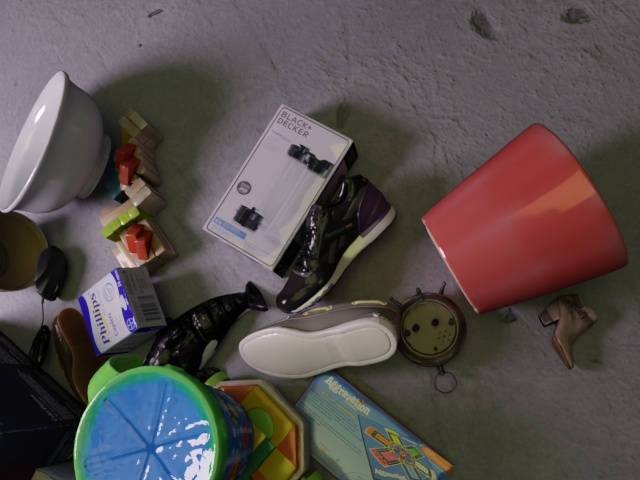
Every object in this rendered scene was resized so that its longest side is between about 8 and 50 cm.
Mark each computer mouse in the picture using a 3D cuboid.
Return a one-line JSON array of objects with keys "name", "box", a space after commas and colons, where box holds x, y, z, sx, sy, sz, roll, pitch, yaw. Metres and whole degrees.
[{"name": "computer mouse", "box": [-0.535, 0.128, 1.237, 0.041, 0.071, 0.242, 1, 78, 1]}]

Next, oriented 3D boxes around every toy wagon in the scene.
[{"name": "toy wagon", "box": [-0.171, 0.413, 1.096, 0.267, 0.068, 0.344, 41, 89, 21]}]

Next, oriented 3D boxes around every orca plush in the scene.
[{"name": "orca plush", "box": [-0.229, 0.184, 1.154, 0.287, 0.102, 0.151, -27, 74, 2]}]

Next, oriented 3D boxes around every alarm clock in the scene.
[{"name": "alarm clock", "box": [0.198, 0.176, 1.110, 0.129, 0.064, 0.192, -17, 78, 5]}]

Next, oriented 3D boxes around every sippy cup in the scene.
[{"name": "sippy cup", "box": [-0.217, 0.316, 0.977, 0.240, 0.224, 0.305, -13, 74, 12]}]

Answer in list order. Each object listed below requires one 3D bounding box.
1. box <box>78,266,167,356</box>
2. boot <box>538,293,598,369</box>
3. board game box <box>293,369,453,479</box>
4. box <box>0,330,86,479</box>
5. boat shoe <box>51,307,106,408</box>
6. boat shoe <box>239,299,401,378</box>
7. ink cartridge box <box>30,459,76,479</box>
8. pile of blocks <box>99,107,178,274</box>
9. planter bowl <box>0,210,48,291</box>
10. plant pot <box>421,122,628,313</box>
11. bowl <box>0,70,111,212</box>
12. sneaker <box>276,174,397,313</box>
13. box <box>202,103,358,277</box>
[{"name": "box", "box": [-0.374, 0.134, 1.179, 0.137, 0.072, 0.126, -34, 71, 30]}, {"name": "boot", "box": [0.438, 0.152, 1.084, 0.087, 0.042, 0.118, -24, 75, 1]}, {"name": "board game box", "box": [0.075, 0.361, 1.101, 0.281, 0.027, 0.145, 36, 87, 15]}, {"name": "box", "box": [-0.628, 0.287, 1.087, 0.343, 0.312, 0.179, 35, 84, 16]}, {"name": "boat shoe", "box": [-0.461, 0.233, 1.204, 0.073, 0.073, 0.207, -43, 64, 40]}, {"name": "boat shoe", "box": [-0.001, 0.172, 1.117, 0.305, 0.091, 0.109, -12, 114, 25]}, {"name": "ink cartridge box", "box": [-0.516, 0.522, 1.050, 0.060, 0.239, 0.275, 22, 81, 14]}, {"name": "pile of blocks", "box": [-0.388, -0.102, 1.243, 0.149, 0.112, 0.362, -12, 75, 6]}, {"name": "planter bowl", "box": [-0.645, 0.029, 1.244, 0.109, 0.162, 0.162, -13, 73, 34]}, {"name": "plant pot", "box": [0.321, -0.018, 1.046, 0.243, 0.275, 0.275, -31, 74, 12]}, {"name": "bowl", "box": [-0.508, -0.172, 1.238, 0.298, 0.134, 0.297, -29, 50, 41]}, {"name": "sneaker", "box": [0.000, 0.000, 1.138, 0.283, 0.107, 0.124, -47, 111, -11]}, {"name": "box", "box": [-0.074, -0.096, 1.203, 0.169, 0.087, 0.290, 31, 83, 15]}]
